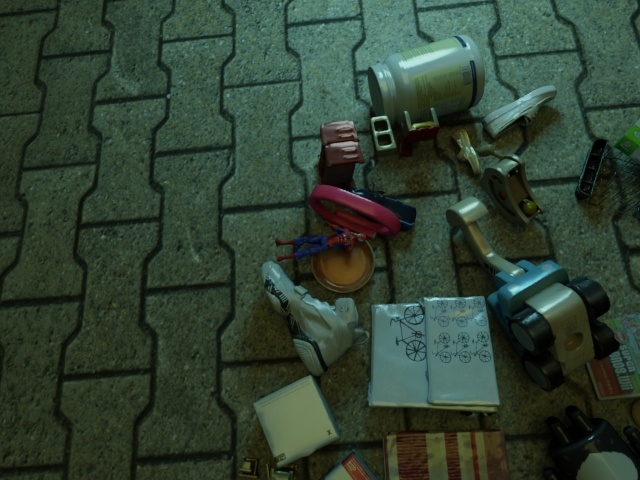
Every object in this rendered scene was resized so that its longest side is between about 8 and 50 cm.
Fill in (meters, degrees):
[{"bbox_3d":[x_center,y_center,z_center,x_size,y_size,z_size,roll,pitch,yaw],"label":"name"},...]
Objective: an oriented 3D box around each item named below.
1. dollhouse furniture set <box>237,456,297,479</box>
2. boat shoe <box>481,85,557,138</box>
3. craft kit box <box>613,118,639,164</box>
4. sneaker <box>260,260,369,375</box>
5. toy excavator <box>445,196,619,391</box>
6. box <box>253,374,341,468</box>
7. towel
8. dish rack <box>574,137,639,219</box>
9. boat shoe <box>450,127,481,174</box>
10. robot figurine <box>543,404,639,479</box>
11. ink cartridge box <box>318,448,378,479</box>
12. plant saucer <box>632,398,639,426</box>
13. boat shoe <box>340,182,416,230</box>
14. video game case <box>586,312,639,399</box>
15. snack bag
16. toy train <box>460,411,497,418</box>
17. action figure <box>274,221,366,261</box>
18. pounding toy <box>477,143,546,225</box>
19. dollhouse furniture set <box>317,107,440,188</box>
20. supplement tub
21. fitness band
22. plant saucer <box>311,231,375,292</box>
[{"bbox_3d":[-0.154,0.640,1.173,0.161,0.182,0.101,5,73,7],"label":"dollhouse furniture set"},{"bbox_3d":[0.669,-0.419,1.496,0.258,0.095,0.084,-27,75,7],"label":"boat shoe"},{"bbox_3d":[1.063,-0.279,1.381,0.250,0.061,0.246,-36,69,-30],"label":"craft kit box"},{"bbox_3d":[-0.018,0.191,1.332,0.210,0.137,0.365,-29,77,-3],"label":"sneaker"},{"bbox_3d":[0.539,0.122,1.268,0.222,0.445,0.433,-30,116,-5],"label":"toy excavator"},{"bbox_3d":[-0.062,0.494,1.246,0.181,0.119,0.182,-25,72,-3],"label":"box"},{"bbox_3d":[0.338,0.634,1.207,0.329,0.037,0.237,-4,74,6],"label":"towel"},{"bbox_3d":[0.941,-0.178,1.393,0.272,0.074,0.208,23,76,12],"label":"dish rack"},{"bbox_3d":[0.475,-0.284,1.483,0.059,0.063,0.170,-21,72,14],"label":"boat shoe"},{"bbox_3d":[0.691,0.559,1.121,0.174,0.209,0.278,-17,66,-38],"label":"robot figurine"},{"bbox_3d":[0.059,0.659,1.175,0.176,0.128,0.127,-39,73,-8],"label":"ink cartridge box"},{"bbox_3d":[0.881,0.469,1.218,0.083,0.015,0.083,-2,72,5],"label":"plant saucer"},{"bbox_3d":[0.180,-0.115,1.444,0.258,0.109,0.089,27,69,-4],"label":"boat shoe"},{"bbox_3d":[0.832,0.293,1.167,0.025,0.285,0.204,5,66,-37],"label":"video game case"},{"bbox_3d":[0.300,0.304,1.259,0.343,0.037,0.323,-2,56,13],"label":"snack bag"},{"bbox_3d":[0.411,0.405,1.252,0.105,0.080,0.184,-24,68,2],"label":"toy train"},{"bbox_3d":[0.000,0.000,1.357,0.280,0.139,0.091,-8,72,0],"label":"action figure"},{"bbox_3d":[0.592,-0.192,1.364,0.155,0.154,0.269,-35,90,-6],"label":"pounding toy"},{"bbox_3d":[0.180,-0.278,1.440,0.374,0.201,0.152,-9,71,-4],"label":"dollhouse furniture set"},{"bbox_3d":[0.337,-0.511,1.474,0.325,0.235,0.235,-16,71,0],"label":"supplement tub"},{"bbox_3d":[0.101,-0.079,1.369,0.291,0.209,0.054,22,77,12],"label":"fitness band"},{"bbox_3d":[0.071,0.069,1.415,0.200,0.037,0.200,-2,71,5],"label":"plant saucer"}]
